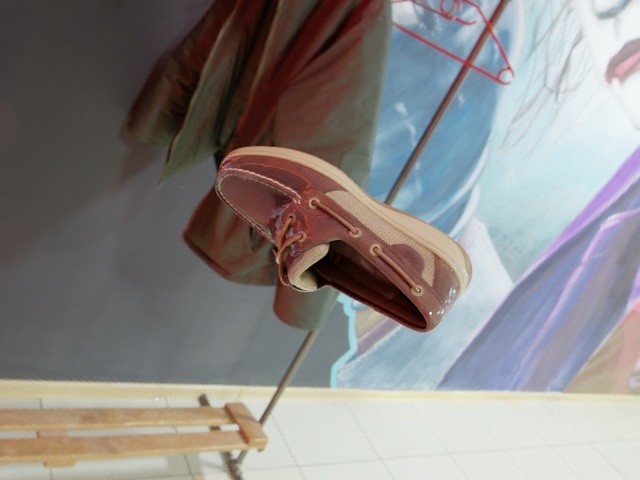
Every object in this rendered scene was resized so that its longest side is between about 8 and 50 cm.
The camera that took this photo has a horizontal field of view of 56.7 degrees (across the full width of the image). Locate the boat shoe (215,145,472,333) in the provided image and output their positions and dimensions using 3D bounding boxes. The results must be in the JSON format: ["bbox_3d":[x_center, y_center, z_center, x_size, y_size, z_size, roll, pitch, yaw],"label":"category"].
[{"bbox_3d":[0.000,0.000,0.694,0.342,0.123,0.123,30,50,16],"label":"boat shoe"}]
